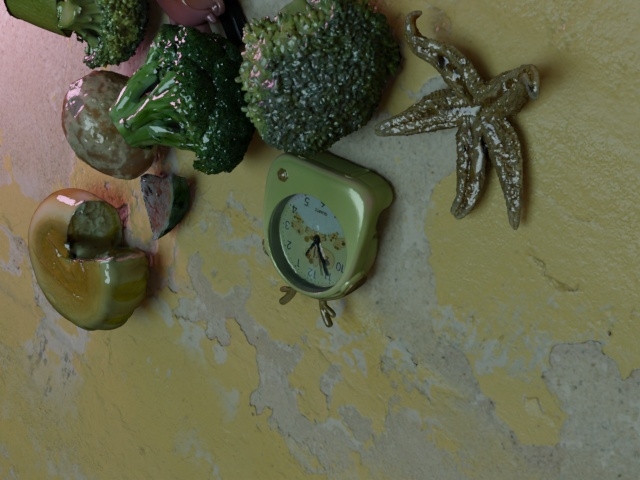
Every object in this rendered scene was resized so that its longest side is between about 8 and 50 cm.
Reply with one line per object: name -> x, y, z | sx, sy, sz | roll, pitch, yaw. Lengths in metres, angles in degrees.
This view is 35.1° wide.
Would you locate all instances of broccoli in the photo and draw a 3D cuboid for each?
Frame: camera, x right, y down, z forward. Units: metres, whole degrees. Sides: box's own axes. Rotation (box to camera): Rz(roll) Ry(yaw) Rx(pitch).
broccoli -> -0.013, -0.290, 1.690 | 0.288, 0.235, 0.260 | -27, 86, 5
broccoli -> -0.435, -0.454, 2.021 | 0.226, 0.176, 0.198 | -38, 63, 19
broccoli -> -0.235, -0.246, 1.844 | 0.275, 0.308, 0.308 | -27, 84, 6

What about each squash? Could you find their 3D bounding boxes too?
squash -> -0.543, -0.539, 2.072 | 0.133, 0.220, 0.220 | 18, 116, 11

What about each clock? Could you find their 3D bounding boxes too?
clock -> 0.000, 0.000, 1.849 | 0.235, 0.096, 0.308 | 25, 119, 31

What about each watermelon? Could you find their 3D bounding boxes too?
watermelon -> -0.323, -0.096, 2.114 | 0.139, 0.071, 0.187 | 52, 138, 24

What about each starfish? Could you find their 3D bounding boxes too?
starfish -> 0.237, -0.196, 1.588 | 0.375, 0.094, 0.327 | 55, 141, 4

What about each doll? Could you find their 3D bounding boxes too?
doll -> -0.263, -0.490, 1.909 | 0.262, 0.093, 0.211 | 34, 135, 38

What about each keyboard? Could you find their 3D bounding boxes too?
keyboard -> -0.184, -0.462, 1.914 | 0.063, 0.010, 0.198 | -23, 88, 44

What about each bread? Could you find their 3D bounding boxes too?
bread -> -0.510, 0.042, 2.247 | 0.333, 0.160, 0.333 | 13, 111, 38

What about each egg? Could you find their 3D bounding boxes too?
egg -> -0.426, -0.235, 2.071 | 0.195, 0.195, 0.233 | -18, 103, 42

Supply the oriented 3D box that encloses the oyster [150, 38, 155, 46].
oyster -> -0.287, -0.308, 2.016 | 0.209, 0.072, 0.133 | 61, 148, 31
